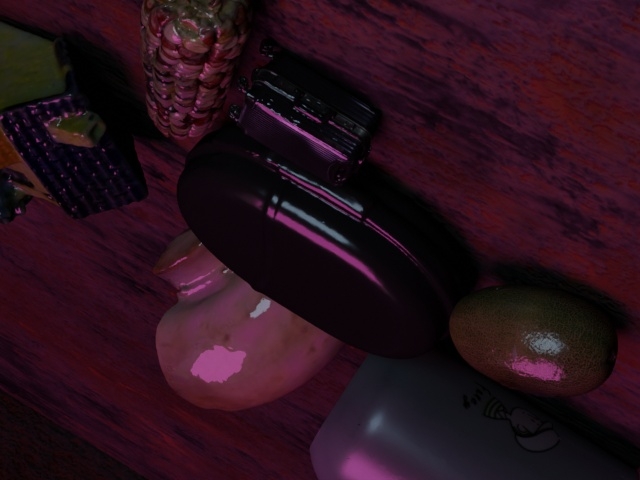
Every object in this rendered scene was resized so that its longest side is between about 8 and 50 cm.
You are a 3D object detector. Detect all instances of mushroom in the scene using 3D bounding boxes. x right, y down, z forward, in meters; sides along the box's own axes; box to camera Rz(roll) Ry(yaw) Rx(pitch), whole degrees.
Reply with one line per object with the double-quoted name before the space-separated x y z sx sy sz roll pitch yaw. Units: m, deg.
"mushroom" -0.075 0.100 1.793 0.236 0.173 0.162 45 155 -27

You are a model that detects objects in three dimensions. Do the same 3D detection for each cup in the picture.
"cup" 0.155 0.249 1.731 0.312 0.205 0.205 33 160 5

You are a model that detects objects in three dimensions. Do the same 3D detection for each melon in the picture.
"melon" 0.188 0.087 1.460 0.162 0.099 0.099 12 151 33

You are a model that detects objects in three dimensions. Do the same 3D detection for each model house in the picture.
"model house" -0.285 -0.096 1.672 0.211 0.170 0.194 19 154 33

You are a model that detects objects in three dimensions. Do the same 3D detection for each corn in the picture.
"corn" -0.107 -0.154 1.381 0.092 0.092 0.280 33 163 4

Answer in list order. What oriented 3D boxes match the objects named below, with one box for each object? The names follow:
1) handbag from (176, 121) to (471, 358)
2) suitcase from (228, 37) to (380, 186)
"handbag" -0.001 0.001 1.563 0.308 0.093 0.254 30 161 10
"suitcase" -0.013 -0.105 1.392 0.126 0.059 0.086 31 161 1
